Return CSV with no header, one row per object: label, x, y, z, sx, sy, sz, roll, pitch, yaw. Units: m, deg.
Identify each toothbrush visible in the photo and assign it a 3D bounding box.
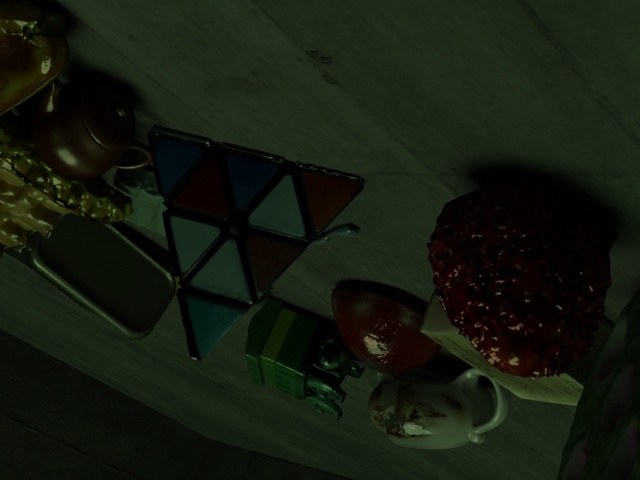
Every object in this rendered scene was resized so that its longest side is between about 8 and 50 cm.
toothbrush,0.000,0.000,1.427,0.019,0.013,0.193,20,164,-22

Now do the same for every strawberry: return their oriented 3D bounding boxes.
strawberry,0.193,0.046,1.050,0.184,0.202,0.187,2,140,6

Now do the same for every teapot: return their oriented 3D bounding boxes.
teapot,0.189,0.262,1.773,0.298,0.140,0.204,0,179,44
teapot,-0.253,-0.128,1.225,0.116,0.116,0.173,6,158,42

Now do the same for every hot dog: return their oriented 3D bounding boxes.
hot dog,-0.338,-0.198,1.167,0.249,0.068,0.100,-12,120,53

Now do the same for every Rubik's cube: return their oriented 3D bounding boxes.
Rubik's cube,-0.111,-0.059,1.324,0.234,0.284,0.250,43,-165,-1

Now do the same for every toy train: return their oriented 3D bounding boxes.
toy train,-0.027,0.212,1.909,0.202,0.120,0.301,24,163,7

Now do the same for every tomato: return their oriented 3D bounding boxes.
tomato,0.086,0.140,1.589,0.173,0.099,0.189,29,163,-26

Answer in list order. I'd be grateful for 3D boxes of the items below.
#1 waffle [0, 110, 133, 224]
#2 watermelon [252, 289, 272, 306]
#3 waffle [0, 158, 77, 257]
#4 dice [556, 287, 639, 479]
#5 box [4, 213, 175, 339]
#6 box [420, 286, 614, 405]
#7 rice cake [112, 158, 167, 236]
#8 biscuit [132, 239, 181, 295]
waffle,-0.336,-0.102,1.366,0.243,0.059,0.238,39,-178,5
watermelon,-0.142,0.076,1.773,0.101,0.080,0.155,-8,177,-32
waffle,-0.531,-0.084,1.564,0.348,0.078,0.304,-20,137,36
dice,0.426,0.212,1.035,0.322,0.318,0.330,22,161,3
box,-0.387,0.037,1.797,0.178,0.138,0.274,10,152,51
box,0.258,0.122,1.341,0.212,0.095,0.168,35,157,-32
rice cake,-0.213,-0.043,1.517,0.189,0.037,0.198,23,163,0
biscuit,-0.285,0.051,1.911,0.139,0.016,0.231,11,158,32
